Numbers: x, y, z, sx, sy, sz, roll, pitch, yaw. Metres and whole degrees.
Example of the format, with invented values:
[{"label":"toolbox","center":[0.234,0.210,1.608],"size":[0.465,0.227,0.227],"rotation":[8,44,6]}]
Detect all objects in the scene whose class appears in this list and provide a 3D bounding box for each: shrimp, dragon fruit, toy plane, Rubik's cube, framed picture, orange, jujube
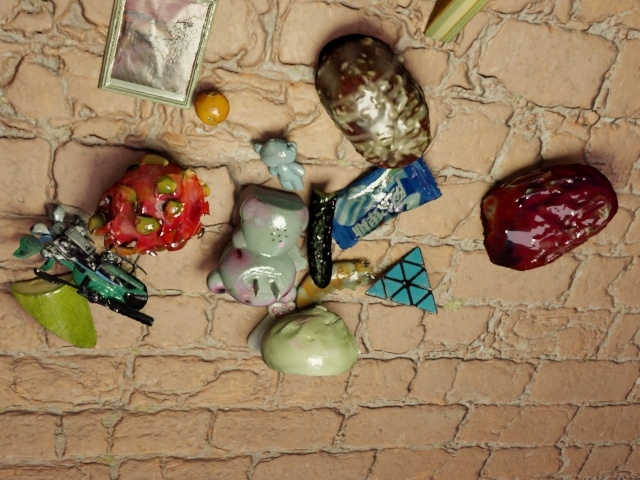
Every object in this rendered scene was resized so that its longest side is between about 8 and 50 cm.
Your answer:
[{"label":"shrimp","center":[0.020,0.164,2.029],"size":[0.185,0.068,0.287],"rotation":[14,121,-21]},{"label":"dragon fruit","center":[-0.408,-0.063,1.665],"size":[0.227,0.243,0.307],"rotation":[-6,131,-59]},{"label":"toy plane","center":[-0.576,0.090,1.774],"size":[0.381,0.155,0.106],"rotation":[34,120,-11]},{"label":"toy plane","center":[-0.572,0.027,1.698],"size":[0.246,0.169,0.078],"rotation":[37,126,-6]},{"label":"Rubik's cube","center":[0.260,0.107,2.059],"size":[0.211,0.190,0.178],"rotation":[17,86,9]},{"label":"framed picture","center":[-0.360,-0.433,1.558],"size":[0.216,0.016,0.273],"rotation":[10,121,-20]},{"label":"orange","center":[-0.251,-0.307,1.633],"size":[0.083,0.083,0.084],"rotation":[-7,125,-10]},{"label":"jujube","center":[0.609,-0.068,1.932],"size":[0.376,0.258,0.258],"rotation":[-25,126,-5]}]

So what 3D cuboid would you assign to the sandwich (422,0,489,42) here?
[{"label":"sandwich","center":[0.313,-0.520,1.613],"size":[0.079,0.113,0.163],"rotation":[13,120,-22]}]

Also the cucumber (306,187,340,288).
[{"label":"cucumber","center":[0.000,0.000,1.865],"size":[0.081,0.072,0.304],"rotation":[10,122,7]}]

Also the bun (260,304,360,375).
[{"label":"bun","center":[-0.029,0.270,1.956],"size":[0.283,0.283,0.179],"rotation":[0,92,-14]}]

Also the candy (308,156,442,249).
[{"label":"candy","center":[0.149,-0.106,1.873],"size":[0.331,0.077,0.187],"rotation":[-31,123,13]}]

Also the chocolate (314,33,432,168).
[{"label":"chocolate","center":[0.137,-0.309,1.653],"size":[0.225,0.210,0.340],"rotation":[-33,125,11]}]

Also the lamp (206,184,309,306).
[{"label":"lamp","center":[-0.139,0.037,1.802],"size":[0.247,0.247,0.301],"rotation":[10,113,-24]}]

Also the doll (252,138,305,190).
[{"label":"doll","center":[-0.087,-0.195,1.762],"size":[0.120,0.075,0.180],"rotation":[-1,152,22]}]

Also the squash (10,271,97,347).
[{"label":"squash","center":[-0.697,0.216,1.862],"size":[0.169,0.093,0.252],"rotation":[-10,125,-10]}]

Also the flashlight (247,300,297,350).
[{"label":"flashlight","center":[-0.146,0.247,2.054],"size":[0.093,0.047,0.200],"rotation":[25,114,-32]}]
